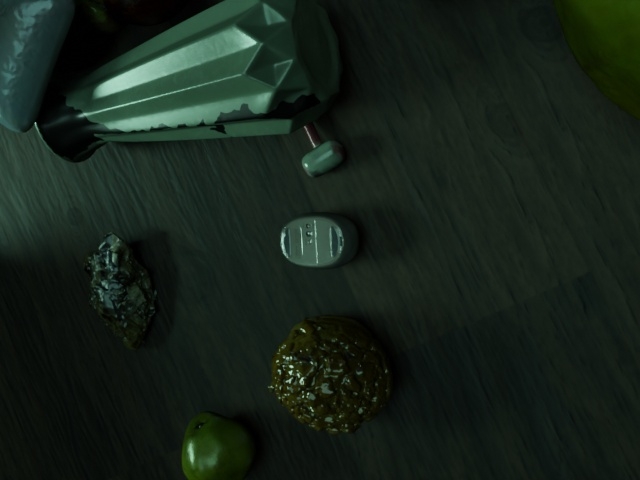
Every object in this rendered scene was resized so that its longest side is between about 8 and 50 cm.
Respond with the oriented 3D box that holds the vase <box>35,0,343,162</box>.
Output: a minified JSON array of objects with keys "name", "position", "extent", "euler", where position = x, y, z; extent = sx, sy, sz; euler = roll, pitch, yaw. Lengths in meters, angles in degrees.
[{"name":"vase","position":[-0.159,-0.177,0.954],"extent":[0.360,0.165,0.165],"euler":[-10,91,28]}]

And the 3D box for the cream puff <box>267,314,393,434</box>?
[{"name":"cream puff","position":[0.011,0.151,0.930],"extent":[0.144,0.103,0.126],"euler":[20,101,14]}]

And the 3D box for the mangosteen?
[{"name":"mangosteen","position":[-0.231,-0.303,0.962],"extent":[0.181,0.156,0.145],"euler":[-42,61,3]}]

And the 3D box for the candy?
[{"name":"candy","position":[-0.355,-0.227,0.949],"extent":[0.138,0.071,0.174],"euler":[36,111,22]}]

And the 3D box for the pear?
[{"name":"pear","position":[-0.129,0.256,1.008],"extent":[0.092,0.092,0.097],"euler":[-39,80,21]}]

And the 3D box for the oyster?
[{"name":"oyster","position":[-0.262,0.071,1.067],"extent":[0.103,0.051,0.148],"euler":[-29,94,29]}]

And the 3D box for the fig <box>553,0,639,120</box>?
[{"name":"fig","position":[0.346,-0.226,0.632],"extent":[0.344,0.343,0.343],"euler":[2,95,23]}]

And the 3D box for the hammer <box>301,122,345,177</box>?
[{"name":"hammer","position":[-0.007,-0.117,0.957],"extent":[0.053,0.031,0.083],"euler":[-29,77,19]}]

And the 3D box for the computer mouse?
[{"name":"computer mouse","position":[0.002,0.000,0.957],"extent":[0.096,0.039,0.065],"euler":[0,94,30]}]
